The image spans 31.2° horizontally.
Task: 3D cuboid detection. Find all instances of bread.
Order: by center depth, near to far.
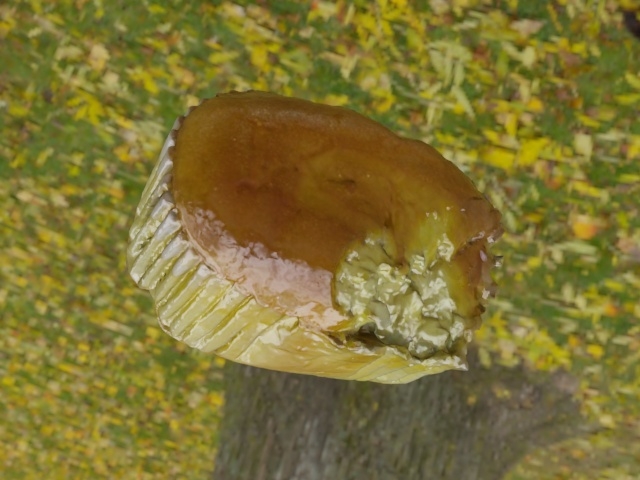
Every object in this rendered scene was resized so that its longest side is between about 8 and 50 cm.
[{"bbox_3d":[0.000,0.000,0.772,0.250,0.179,0.133,23,144,-16],"label":"bread"}]
